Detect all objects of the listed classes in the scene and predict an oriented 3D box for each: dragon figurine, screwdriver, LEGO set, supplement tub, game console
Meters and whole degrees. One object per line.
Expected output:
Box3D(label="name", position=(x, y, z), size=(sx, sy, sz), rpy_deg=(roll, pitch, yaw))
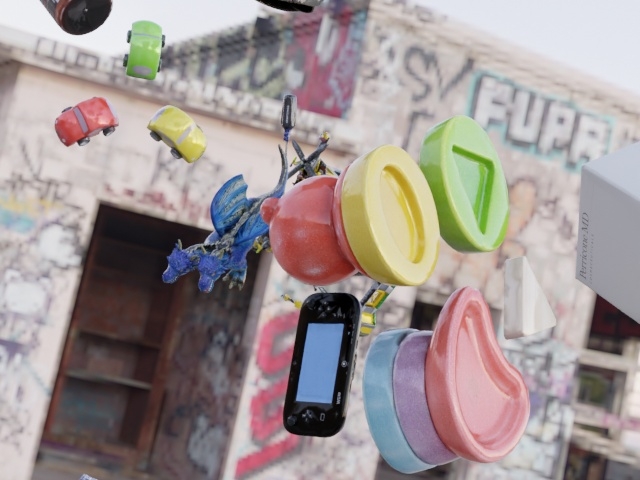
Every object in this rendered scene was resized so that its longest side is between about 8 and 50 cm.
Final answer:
Box3D(label="dragon figurine", position=(-0.102, -0.028, 1.783), size=(0.085, 0.289, 0.144), rpy_deg=(34, -22, 10))
Box3D(label="screwdriver", position=(-0.055, -0.137, 2.015), size=(0.025, 0.170, 0.024), rpy_deg=(8, 1, -20))
Box3D(label="LEGO set", position=(0.000, 0.000, 2.278), size=(0.192, 0.255, 0.331), rpy_deg=(16, 36, -54))
Box3D(label="supplement tub", position=(-0.440, -0.443, 2.250), size=(0.198, 0.106, 0.106), rpy_deg=(50, 10, 28))
Box3D(label="game console", position=(0.026, 0.091, 1.831), size=(0.044, 0.362, 0.213), rpy_deg=(20, -17, -40))

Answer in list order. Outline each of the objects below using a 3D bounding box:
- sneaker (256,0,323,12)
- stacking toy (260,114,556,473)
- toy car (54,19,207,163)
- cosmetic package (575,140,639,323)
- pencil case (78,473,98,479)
Box3D(label="sneaker", position=(0.023, -0.294, 1.396), size=(0.222, 0.118, 0.083), rpy_deg=(0, 1, -26))
Box3D(label="stacking toy", position=(0.086, 0.042, 1.227), size=(0.130, 0.309, 0.279), rpy_deg=(-13, 17, 31))
Box3D(label="toy car", position=(-0.283, -0.244, 2.072), size=(0.239, 0.225, 0.053), rpy_deg=(8, -13, -12))
Box3D(label="cosmetic package", position=(0.502, 0.032, 1.694), size=(0.155, 0.197, 0.365), rpy_deg=(-22, 36, -24))
Box3D(label="pencil case", position=(-0.385, 0.499, 1.950), size=(0.133, 0.306, 0.119), rpy_deg=(-4, -49, 17))
